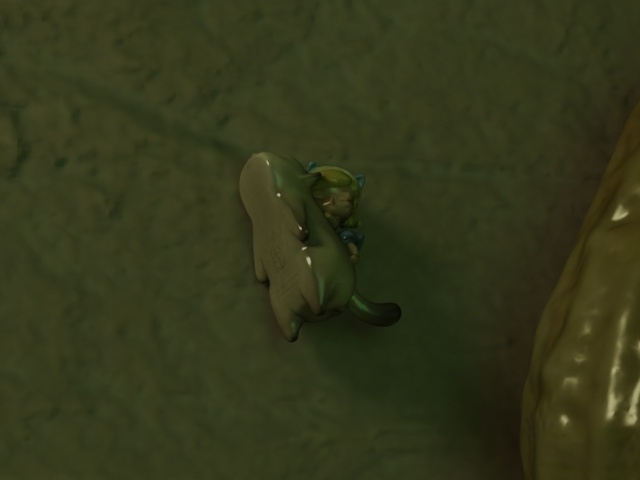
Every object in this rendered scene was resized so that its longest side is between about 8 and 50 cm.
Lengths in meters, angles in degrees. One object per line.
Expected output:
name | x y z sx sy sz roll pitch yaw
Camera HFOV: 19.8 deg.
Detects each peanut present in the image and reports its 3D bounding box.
peanut | 0.196 0.008 0.767 0.174 0.158 0.340 27 70 -11

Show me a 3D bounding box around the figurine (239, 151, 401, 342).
figurine | 0.000 0.000 0.765 0.050 0.047 0.083 -4 71 -36
